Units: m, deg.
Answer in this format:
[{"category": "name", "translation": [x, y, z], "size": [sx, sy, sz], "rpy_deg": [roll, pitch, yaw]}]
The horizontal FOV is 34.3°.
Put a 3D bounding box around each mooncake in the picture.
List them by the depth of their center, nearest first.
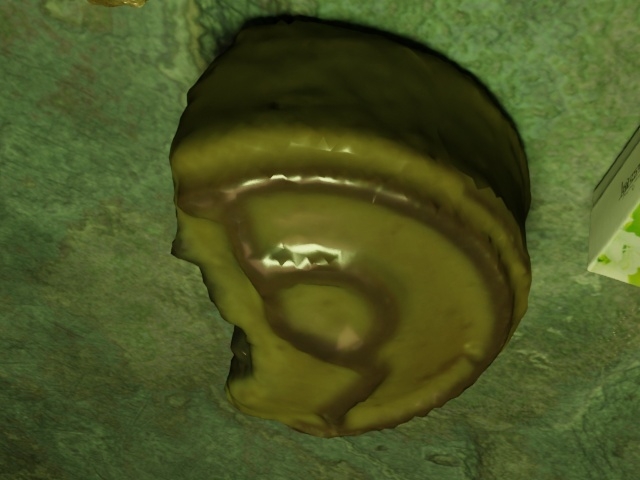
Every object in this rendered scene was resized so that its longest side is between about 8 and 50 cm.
[{"category": "mooncake", "translation": [0.000, 0.000, 0.978], "size": [0.393, 0.246, 0.394], "rpy_deg": [-30, 127, 36]}]

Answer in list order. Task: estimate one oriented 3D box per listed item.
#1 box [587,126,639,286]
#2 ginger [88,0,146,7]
[{"category": "box", "translation": [0.394, -0.026, 0.905], "size": [0.260, 0.111, 0.194], "rpy_deg": [16, 142, -3]}, {"category": "ginger", "translation": [-0.207, -0.257, 0.874], "size": [0.165, 0.067, 0.096], "rpy_deg": [39, 139, -7]}]
